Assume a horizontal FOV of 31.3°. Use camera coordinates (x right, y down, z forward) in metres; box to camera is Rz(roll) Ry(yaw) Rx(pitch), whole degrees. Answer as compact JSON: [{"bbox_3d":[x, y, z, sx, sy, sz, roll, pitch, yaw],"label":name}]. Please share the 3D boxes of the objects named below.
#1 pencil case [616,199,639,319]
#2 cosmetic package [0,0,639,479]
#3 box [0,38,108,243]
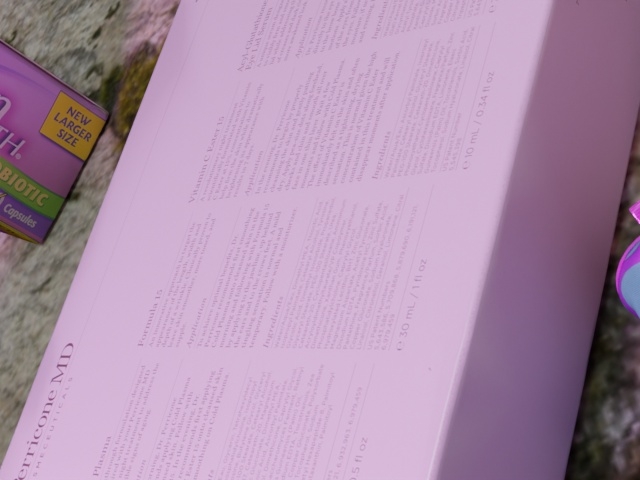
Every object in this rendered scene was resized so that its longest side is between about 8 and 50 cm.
[{"bbox_3d":[0.166,0.043,0.396,0.064,0.070,0.152,-46,39,12],"label":"pencil case"},{"bbox_3d":[0.000,0.000,0.573,0.284,0.097,0.377,-2,62,42],"label":"cosmetic package"},{"bbox_3d":[-0.328,-0.109,0.886,0.243,0.213,0.117,11,72,48],"label":"box"}]
